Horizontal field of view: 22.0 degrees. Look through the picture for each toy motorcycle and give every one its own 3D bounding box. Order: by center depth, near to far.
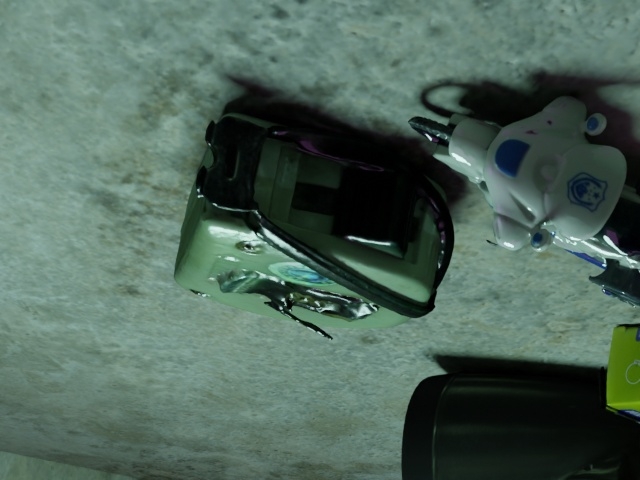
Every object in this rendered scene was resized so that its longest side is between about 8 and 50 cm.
[{"bbox_3d":[0.165,-0.024,1.047,0.221,0.102,0.150,26,179,-34],"label":"toy motorcycle"}]

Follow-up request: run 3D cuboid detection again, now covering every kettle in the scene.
[{"bbox_3d":[0.249,0.237,1.670,0.271,0.207,0.251,-7,151,25],"label":"kettle"}]

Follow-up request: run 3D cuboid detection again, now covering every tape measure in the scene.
[{"bbox_3d":[0.000,0.000,1.182,0.207,0.115,0.235,15,163,-7],"label":"tape measure"}]

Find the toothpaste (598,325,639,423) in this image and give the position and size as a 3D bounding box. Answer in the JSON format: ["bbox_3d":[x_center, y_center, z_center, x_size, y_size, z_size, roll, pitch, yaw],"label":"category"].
[{"bbox_3d":[0.402,0.154,1.502,0.327,0.077,0.110,23,157,-35],"label":"toothpaste"}]
